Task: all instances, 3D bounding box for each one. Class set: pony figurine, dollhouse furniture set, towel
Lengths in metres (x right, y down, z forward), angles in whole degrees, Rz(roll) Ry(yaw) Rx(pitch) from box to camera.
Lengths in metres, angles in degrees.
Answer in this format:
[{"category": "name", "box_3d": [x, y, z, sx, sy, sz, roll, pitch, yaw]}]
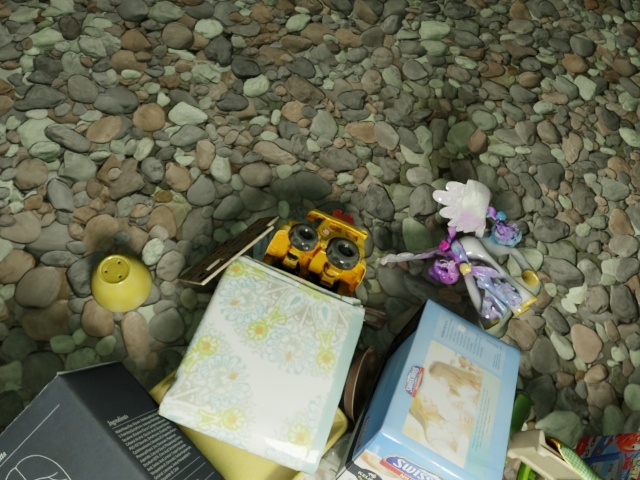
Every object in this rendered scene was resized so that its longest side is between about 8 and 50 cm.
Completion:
[{"category": "pony figurine", "box_3d": [0.354, 0.023, 1.284, 0.351, 0.303, 0.363, -6, 60, -48]}, {"category": "dollhouse furniture set", "box_3d": [0.482, 0.420, 1.085, 0.197, 0.301, 0.151, 34, 68, 8]}, {"category": "towel", "box_3d": [-0.099, 0.234, 1.092, 0.320, 0.090, 0.374, 22, 58, -1]}]

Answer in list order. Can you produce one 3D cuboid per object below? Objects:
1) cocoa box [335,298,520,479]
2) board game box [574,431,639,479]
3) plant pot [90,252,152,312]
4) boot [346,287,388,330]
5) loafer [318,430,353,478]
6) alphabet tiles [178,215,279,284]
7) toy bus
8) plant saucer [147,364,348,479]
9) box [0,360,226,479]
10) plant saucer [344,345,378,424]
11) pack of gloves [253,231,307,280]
[{"category": "cocoa box", "box_3d": [0.219, 0.338, 1.057, 0.231, 0.228, 0.347, 30, 43, 3]}, {"category": "board game box", "box_3d": [0.579, 0.532, 1.055, 0.086, 0.302, 0.308, 37, 65, 7]}, {"category": "plant pot", "box_3d": [-0.445, 0.081, 1.181, 0.134, 0.095, 0.134, 4, 66, -8]}, {"category": "boot", "box_3d": [0.111, 0.152, 1.282, 0.114, 0.037, 0.106, 16, 78, 0]}, {"category": "loafer", "box_3d": [0.129, 0.535, 1.085, 0.111, 0.112, 0.319, -42, 73, -16]}, {"category": "alphabet tiles", "box_3d": [-0.202, 0.019, 1.207, 0.237, 0.198, 0.009, -40, 107, -23]}, {"category": "toy bus", "box_3d": [0.000, 0.000, 1.257, 0.220, 0.149, 0.211, 24, 46, -9]}, {"category": "plant saucer", "box_3d": [-0.170, 0.376, 1.110, 0.333, 0.081, 0.333, -40, 79, -23]}, {"category": "box", "box_3d": [-0.369, 0.457, 0.916, 0.395, 0.212, 0.293, 45, 91, 10]}, {"category": "plant saucer", "box_3d": [0.086, 0.307, 1.152, 0.029, 0.168, 0.168, 9, 62, 22]}, {"category": "pack of gloves", "box_3d": [-0.073, 0.092, 1.283, 0.195, 0.046, 0.232, 9, 64, -22]}]
